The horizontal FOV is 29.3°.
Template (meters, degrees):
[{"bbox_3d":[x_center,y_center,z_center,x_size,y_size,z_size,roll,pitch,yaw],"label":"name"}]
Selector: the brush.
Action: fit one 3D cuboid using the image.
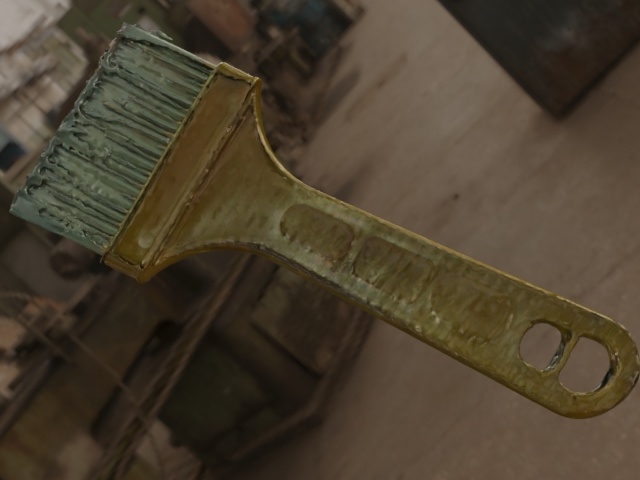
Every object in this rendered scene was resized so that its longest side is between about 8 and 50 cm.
[{"bbox_3d":[0.000,0.000,0.399,0.083,0.218,0.010,-61,-20,-5],"label":"brush"}]
